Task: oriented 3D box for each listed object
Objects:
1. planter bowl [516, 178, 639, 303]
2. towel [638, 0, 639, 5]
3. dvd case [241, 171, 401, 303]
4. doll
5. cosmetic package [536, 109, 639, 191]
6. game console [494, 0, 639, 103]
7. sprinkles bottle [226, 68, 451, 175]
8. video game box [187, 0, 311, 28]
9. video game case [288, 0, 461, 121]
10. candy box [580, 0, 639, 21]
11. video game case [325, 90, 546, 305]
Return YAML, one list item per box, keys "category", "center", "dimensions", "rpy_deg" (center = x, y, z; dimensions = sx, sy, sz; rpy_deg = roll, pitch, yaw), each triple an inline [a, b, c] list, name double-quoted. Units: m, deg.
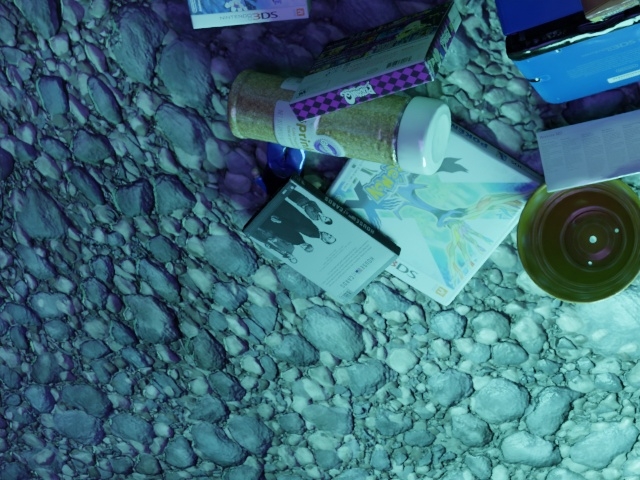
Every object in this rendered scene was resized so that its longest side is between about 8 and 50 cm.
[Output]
- category: "planter bowl"
  center: [0.438, -0.004, 1.933]
  dimensions: [0.217, 0.090, 0.217]
  rpy_deg: [-2, 85, 26]
- category: "towel"
  center: [0.496, -0.447, 1.497]
  dimensions: [0.121, 0.235, 0.284]
  rpy_deg: [16, 129, 50]
- category: "dvd case"
  center: [0.000, 0.000, 2.112]
  dimensions: [0.238, 0.029, 0.179]
  rpy_deg: [35, 134, -12]
- category: "doll"
  center: [-0.059, -0.117, 2.081]
  dimensions: [0.129, 0.046, 0.189]
  rpy_deg: [17, 129, 8]
- category: "cosmetic package"
  center: [0.465, -0.146, 1.839]
  dimensions: [0.239, 0.060, 0.099]
  rpy_deg: [-11, 91, 27]
- category: "game console"
  center: [0.420, -0.360, 1.739]
  dimensions: [0.293, 0.173, 0.250]
  rpy_deg: [-14, 151, 29]
- category: "sprinkles bottle"
  center: [0.028, -0.195, 1.911]
  dimensions: [0.355, 0.121, 0.121]
  rpy_deg: [13, 129, 23]
- category: "video game box"
  center: [-0.120, -0.426, 1.783]
  dimensions: [0.187, 0.048, 0.205]
  rpy_deg: [-5, 125, 7]
- category: "video game case"
  center: [0.086, -0.274, 1.805]
  dimensions: [0.232, 0.210, 0.042]
  rpy_deg: [-15, 119, 28]
- category: "candy box"
  center: [0.394, -0.409, 1.629]
  dimensions: [0.109, 0.053, 0.187]
  rpy_deg: [-18, 84, 28]
- category: "video game case"
  center: [0.177, -0.065, 2.042]
  dimensions: [0.300, 0.036, 0.329]
  rpy_deg: [31, 129, -4]
